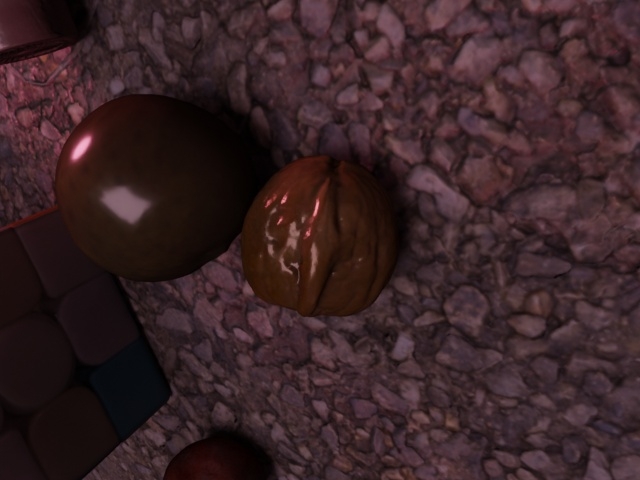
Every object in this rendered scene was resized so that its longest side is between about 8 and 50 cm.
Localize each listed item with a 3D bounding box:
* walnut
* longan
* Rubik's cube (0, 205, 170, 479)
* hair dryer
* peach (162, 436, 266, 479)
[{"bbox_3d":[0.000,0.000,0.590,0.167,0.149,0.166,1,111,1],"label":"walnut"},{"bbox_3d":[-0.173,-0.056,0.639,0.220,0.196,0.196,-23,99,44],"label":"longan"},{"bbox_3d":[-0.492,0.185,0.846,0.344,0.347,0.346,-14,103,30],"label":"Rubik's cube"},{"bbox_3d":[-0.267,-0.331,0.628,0.352,0.125,0.210,-10,106,25],"label":"hair dryer"},{"bbox_3d":[-0.153,0.354,0.874,0.152,0.152,0.152,14,119,26],"label":"peach"}]
